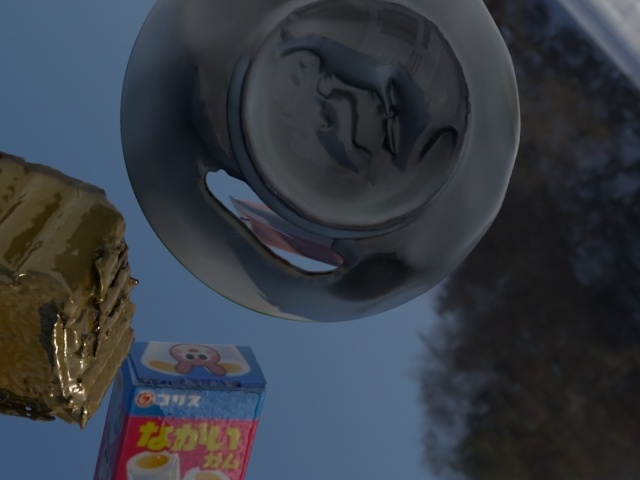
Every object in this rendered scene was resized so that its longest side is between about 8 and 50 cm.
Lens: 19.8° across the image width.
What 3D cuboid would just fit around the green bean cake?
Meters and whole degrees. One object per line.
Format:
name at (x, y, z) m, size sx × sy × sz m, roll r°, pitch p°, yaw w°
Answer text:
green bean cake at (-0.269, 0.034, 1.527) m, size 0.230 × 0.131 × 0.224 m, roll 18°, pitch 141°, yaw 11°

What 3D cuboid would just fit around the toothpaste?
toothpaste at (0.000, 0.000, 1.737) m, size 0.195 × 0.043 × 0.067 m, roll 16°, pitch 148°, yaw 33°

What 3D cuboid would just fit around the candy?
candy at (-0.173, 0.264, 2.097) m, size 0.157 × 0.305 × 0.100 m, roll 4°, pitch -151°, yaw -19°

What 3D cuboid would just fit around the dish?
dish at (0.015, -0.095, 1.399) m, size 0.324 × 0.324 × 0.124 m, roll 46°, pitch 171°, yaw -10°
